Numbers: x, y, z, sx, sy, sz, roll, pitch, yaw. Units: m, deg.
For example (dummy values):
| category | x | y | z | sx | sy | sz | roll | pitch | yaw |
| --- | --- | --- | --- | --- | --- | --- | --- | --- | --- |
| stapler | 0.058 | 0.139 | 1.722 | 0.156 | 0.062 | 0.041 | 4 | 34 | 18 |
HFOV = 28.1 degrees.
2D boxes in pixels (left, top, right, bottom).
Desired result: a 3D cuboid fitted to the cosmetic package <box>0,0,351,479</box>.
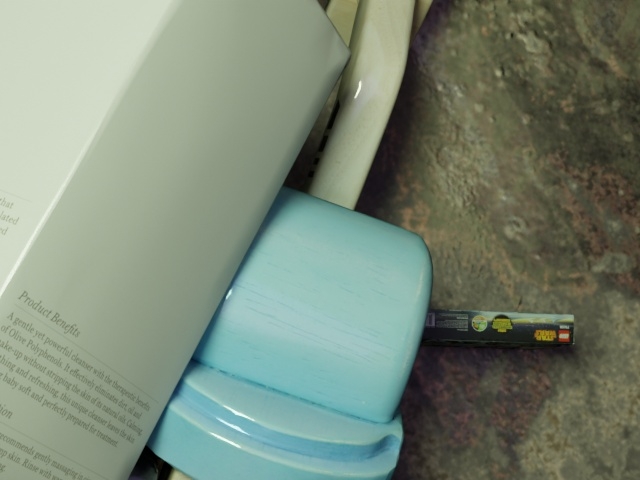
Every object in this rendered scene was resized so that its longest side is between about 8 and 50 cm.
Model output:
| category | x | y | z | sx | sy | sz | roll | pitch | yaw |
| --- | --- | --- | --- | --- | --- | --- | --- | --- | --- |
| cosmetic package | -0.146 | -0.029 | 0.779 | 0.155 | 0.197 | 0.365 | 17 | 71 | 29 |

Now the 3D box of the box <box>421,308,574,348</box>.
| category | x | y | z | sx | sy | sz | roll | pitch | yaw |
| --- | --- | --- | --- | --- | --- | --- | --- | --- | --- |
| box | 0.131 | 0.075 | 1.067 | 0.137 | 0.094 | 0.027 | 3 | 83 | -10 |

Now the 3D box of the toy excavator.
| category | x | y | z | sx | sy | sz | roll | pitch | yaw |
| --- | --- | --- | --- | --- | --- | --- | --- | --- | --- |
| toy excavator | 0.000 | 0.000 | 0.969 | 0.222 | 0.433 | 0.445 | 21 | 108 | -7 |
